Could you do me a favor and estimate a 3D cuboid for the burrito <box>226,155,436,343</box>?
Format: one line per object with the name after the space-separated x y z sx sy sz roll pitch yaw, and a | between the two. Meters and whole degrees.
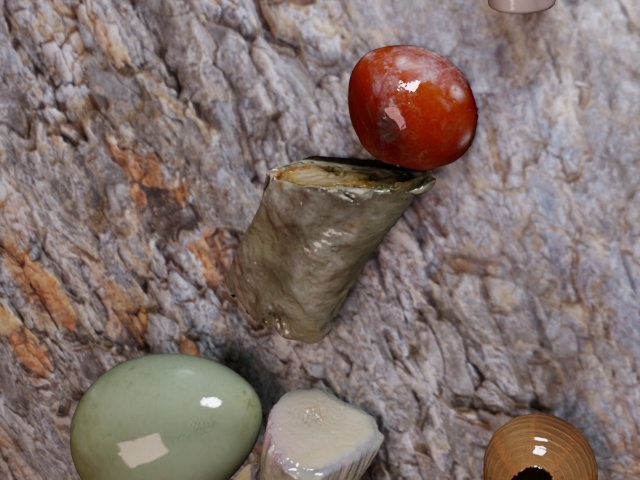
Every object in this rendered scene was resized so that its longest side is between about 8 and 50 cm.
-0.010 -0.008 1.692 0.175 0.107 0.348 33 134 0 | burrito

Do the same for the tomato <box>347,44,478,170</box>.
0.087 -0.140 1.546 0.159 0.091 0.139 27 127 25 | tomato

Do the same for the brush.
-0.047 0.325 1.797 0.174 0.266 0.166 32 132 31 | brush

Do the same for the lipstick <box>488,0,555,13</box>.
0.196 -0.353 1.355 0.070 0.070 0.255 14 122 31 | lipstick

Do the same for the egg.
-0.209 0.260 1.912 0.295 0.218 0.218 -22 101 32 | egg

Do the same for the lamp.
0.257 0.269 1.629 0.136 0.136 0.136 18 124 28 | lamp
